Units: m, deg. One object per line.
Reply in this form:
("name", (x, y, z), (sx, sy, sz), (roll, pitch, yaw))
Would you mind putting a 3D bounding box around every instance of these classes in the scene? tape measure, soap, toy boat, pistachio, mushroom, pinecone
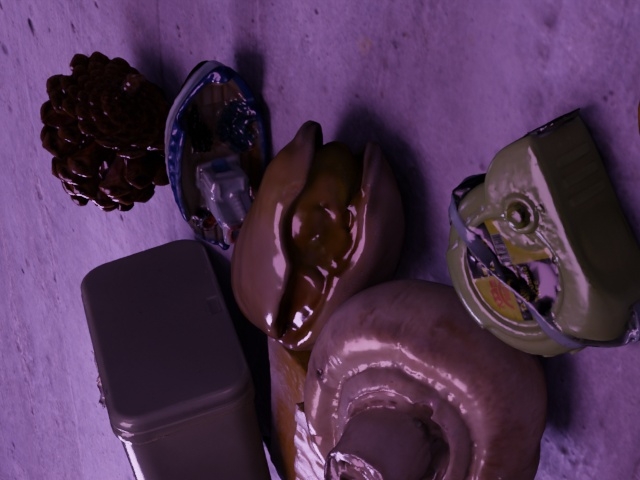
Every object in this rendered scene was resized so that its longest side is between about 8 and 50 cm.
("tape measure", (0.191, 0.009, 1.254), (0.175, 0.106, 0.200), (-24, 95, 49))
("soap", (0.038, 0.240, 1.708), (0.259, 0.143, 0.281), (47, 155, 33))
("toy boat", (-0.110, -0.087, 1.671), (0.115, 0.114, 0.262), (-131, 31, -51))
("pistachio", (0.000, 0.000, 1.538), (0.166, 0.197, 0.288), (18, 134, -6))
("mushroom", (0.092, 0.175, 1.411), (0.260, 0.234, 0.254), (44, 128, -4))
("pinecone", (-0.256, -0.123, 1.843), (0.212, 0.169, 0.185), (84, 178, -57))

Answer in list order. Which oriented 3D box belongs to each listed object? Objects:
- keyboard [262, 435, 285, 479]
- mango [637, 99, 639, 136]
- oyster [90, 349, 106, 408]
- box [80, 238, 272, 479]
("keyboard", (-0.019, 0.301, 1.989), (0.196, 0.015, 0.074), (-4, 107, 61))
("mango", (0.312, -0.030, 1.005), (0.156, 0.114, 0.251), (-17, 112, 53))
("oyster", (-0.337, 0.248, 2.455), (0.166, 0.053, 0.108), (39, 127, 50))
("box", (-0.172, 0.238, 1.922), (0.352, 0.177, 0.343), (-118, 14, -55))
